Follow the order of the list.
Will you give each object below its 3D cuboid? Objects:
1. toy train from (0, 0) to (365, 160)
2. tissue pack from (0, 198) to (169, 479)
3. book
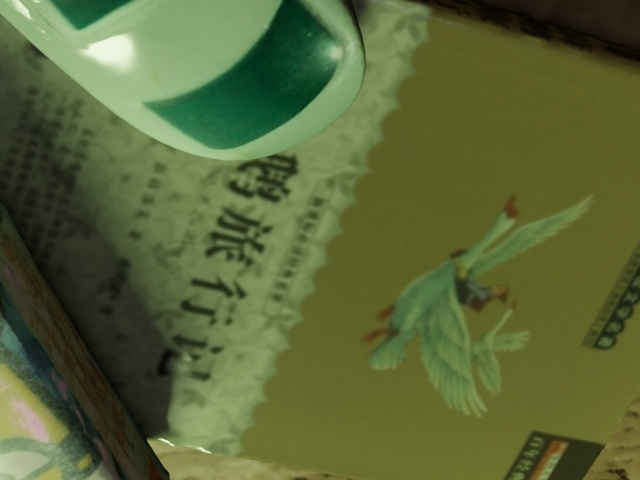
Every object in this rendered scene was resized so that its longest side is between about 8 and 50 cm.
[{"bbox_3d":[-0.116,-0.155,0.419,0.086,0.088,0.407,-36,119,13],"label":"toy train"},{"bbox_3d":[-0.134,0.072,0.575,0.115,0.065,0.155,-22,125,7],"label":"tissue pack"},{"bbox_3d":[0.000,0.000,0.601,0.310,0.021,0.217,13,120,-18],"label":"book"}]
